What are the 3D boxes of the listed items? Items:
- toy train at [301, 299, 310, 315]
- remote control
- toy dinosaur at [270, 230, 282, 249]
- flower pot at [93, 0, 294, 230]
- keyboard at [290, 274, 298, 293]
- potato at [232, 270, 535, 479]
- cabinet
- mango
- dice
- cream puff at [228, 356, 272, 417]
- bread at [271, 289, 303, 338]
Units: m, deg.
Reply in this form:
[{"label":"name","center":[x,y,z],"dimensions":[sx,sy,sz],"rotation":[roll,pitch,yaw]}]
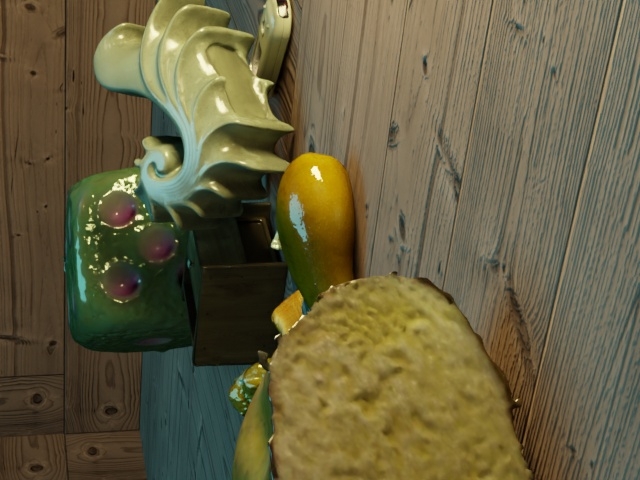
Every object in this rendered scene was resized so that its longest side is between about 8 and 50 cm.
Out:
[{"label":"toy train","center":[0.025,0.164,1.769],"dimensions":[0.252,0.055,0.048],"rotation":[-105,28,-44]},{"label":"remote control","center":[-0.083,-0.304,2.191],"dimensions":[0.221,0.042,0.078],"rotation":[110,156,-59]},{"label":"toy dinosaur","center":[-0.037,-0.047,2.047],"dimensions":[0.187,0.044,0.106],"rotation":[-90,18,-65]},{"label":"flower pot","center":[-0.203,-0.211,2.154],"dimensions":[0.254,0.164,0.367],"rotation":[-32,72,33]},{"label":"keyboard","center":[-0.027,0.083,2.056],"dimensions":[0.055,0.014,0.176],"rotation":[106,159,-50]},{"label":"potato","center":[0.029,0.213,1.232],"dimensions":[0.237,0.289,0.301],"rotation":[-49,45,47]},{"label":"cabinet","center":[-0.152,0.071,2.298],"dimensions":[0.175,0.148,0.215],"rotation":[-107,21,-49]},{"label":"mango","center":[0.000,0.000,1.771],"dimensions":[0.136,0.099,0.227],"rotation":[169,91,-70]},{"label":"dice","center":[-0.338,0.041,2.723],"dimensions":[0.322,0.318,0.330],"rotation":[130,136,-69]},{"label":"cream puff","center":[-0.053,0.225,1.959],"dimensions":[0.116,0.146,0.146],"rotation":[65,160,17]},{"label":"bread","center":[-0.025,0.124,1.919],"dimensions":[0.053,0.074,0.132],"rotation":[50,-175,-30]}]
